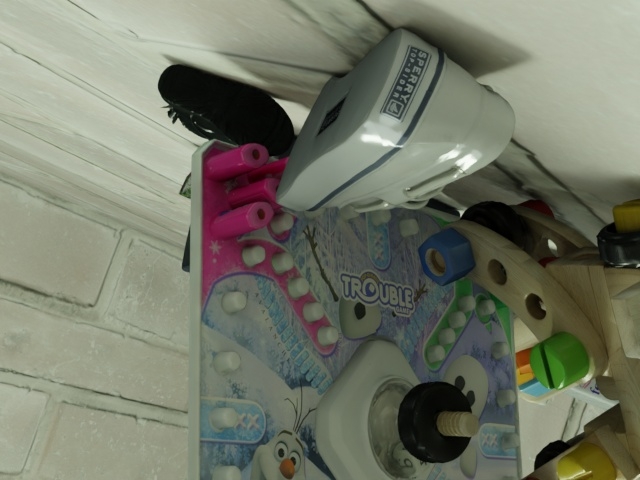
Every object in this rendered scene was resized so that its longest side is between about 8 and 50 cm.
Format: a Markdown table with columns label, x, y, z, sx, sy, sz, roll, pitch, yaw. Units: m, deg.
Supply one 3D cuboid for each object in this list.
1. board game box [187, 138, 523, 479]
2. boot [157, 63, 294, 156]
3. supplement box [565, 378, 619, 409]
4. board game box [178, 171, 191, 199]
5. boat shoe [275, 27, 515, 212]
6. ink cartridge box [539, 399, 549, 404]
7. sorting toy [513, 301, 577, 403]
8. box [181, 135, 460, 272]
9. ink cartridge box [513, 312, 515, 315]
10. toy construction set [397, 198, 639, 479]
| label | x | y | z | sx | sy | sz | roll | pitch | yaw |
| --- | --- | --- | --- | --- | --- | --- | --- | --- | --- |
| board game box | 0.060 | 0.145 | 0.883 | 0.050 | 0.390 | 0.390 | -13 | 161 | 41 |
| boot | -0.070 | -0.093 | 0.904 | 0.121 | 0.045 | 0.099 | 26 | 173 | 10 |
| supplement box | 0.320 | 0.133 | 1.371 | 0.220 | 0.111 | 0.114 | 22 | 174 | -21 |
| board game box | -0.052 | -0.046 | 1.216 | 0.194 | 0.060 | 0.194 | 26 | 172 | -40 |
| boat shoe | 0.036 | -0.051 | 0.687 | 0.084 | 0.095 | 0.258 | 25 | 175 | -10 |
| ink cartridge box | 0.233 | 0.161 | 1.883 | 0.211 | 0.122 | 0.289 | 23 | 174 | -19 |
| sorting toy | 0.255 | 0.108 | 1.161 | 0.193 | 0.038 | 0.208 | -30 | 149 | 20 |
| box | 0.000 | 0.000 | 1.069 | 0.207 | 0.108 | 0.153 | 21 | 159 | -25 |
| ink cartridge box | 0.167 | 0.047 | 1.182 | 0.090 | 0.092 | 0.143 | 14 | 173 | 43 |
| toy construction set | 0.238 | 0.088 | 0.819 | 0.308 | 0.258 | 0.237 | 8 | 169 | -34 |
